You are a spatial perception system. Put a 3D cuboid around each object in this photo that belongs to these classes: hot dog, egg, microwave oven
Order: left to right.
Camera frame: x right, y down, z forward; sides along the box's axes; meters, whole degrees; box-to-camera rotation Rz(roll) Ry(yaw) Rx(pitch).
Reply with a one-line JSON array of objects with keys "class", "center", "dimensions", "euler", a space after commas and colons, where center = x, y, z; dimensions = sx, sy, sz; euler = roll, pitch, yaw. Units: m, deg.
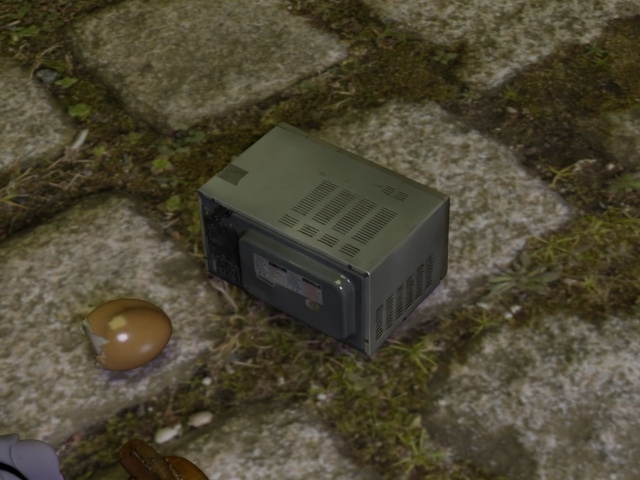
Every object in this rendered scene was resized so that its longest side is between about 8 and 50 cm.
[{"class": "egg", "center": [-0.212, 0.101, 1.473], "dimensions": [0.096, 0.080, 0.080], "euler": [-22, 47, -16]}, {"class": "hot dog", "center": [-0.149, 0.253, 1.325], "dimensions": [0.089, 0.060, 0.140], "euler": [-17, 41, -22]}, {"class": "microwave oven", "center": [0.000, 0.000, 1.528], "dimensions": [0.240, 0.145, 0.194], "euler": [26, 52, 27]}]

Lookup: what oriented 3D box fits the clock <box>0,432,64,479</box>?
[{"class": "clock", "center": [-0.362, 0.221, 1.303], "dimensions": [0.189, 0.189, 0.254], "euler": [-35, 65, -30]}]
